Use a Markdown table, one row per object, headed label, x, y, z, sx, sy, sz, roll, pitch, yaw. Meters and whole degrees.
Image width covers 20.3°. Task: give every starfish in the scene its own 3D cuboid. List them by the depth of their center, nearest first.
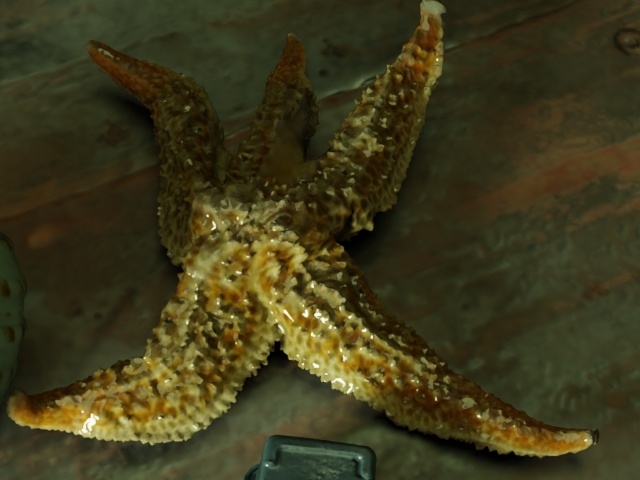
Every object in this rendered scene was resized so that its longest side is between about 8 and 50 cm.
| label | x | y | z | sx | sy | sz | roll | pitch | yaw |
| --- | --- | --- | --- | --- | --- | --- | --- | --- | --- |
| starfish | -0.007 | -0.024 | 0.982 | 0.301 | 0.084 | 0.293 | 0 | 55 | -1 |

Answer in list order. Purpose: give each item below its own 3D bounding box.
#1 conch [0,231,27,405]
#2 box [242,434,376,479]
| label | x | y | z | sx | sy | sz | roll | pitch | yaw |
| --- | --- | --- | --- | --- | --- | --- | --- | --- | --- |
| conch | -0.217 | 0.034 | 0.887 | 0.172 | 0.200 | 0.131 | 16 | 21 | 19 |
| box | -0.005 | 0.144 | 0.875 | 0.074 | 0.054 | 0.099 | 9 | 53 | -2 |
